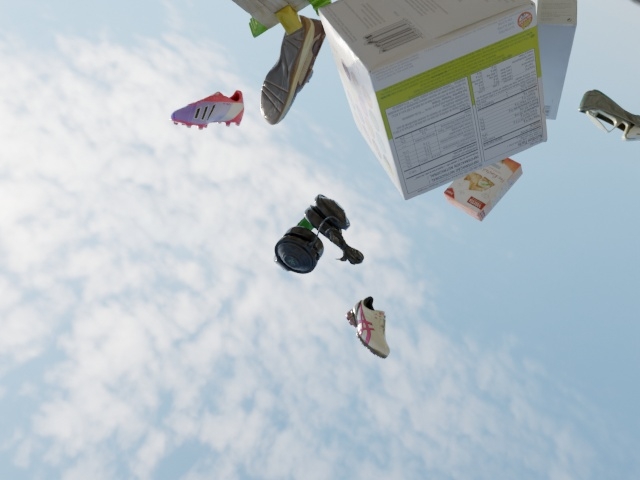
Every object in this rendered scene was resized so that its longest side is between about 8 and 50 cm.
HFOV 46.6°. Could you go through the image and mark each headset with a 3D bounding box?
[{"bbox_3d":[0.000,0.000,2.097,0.185,0.243,0.394,42,169,-10],"label":"headset"}]

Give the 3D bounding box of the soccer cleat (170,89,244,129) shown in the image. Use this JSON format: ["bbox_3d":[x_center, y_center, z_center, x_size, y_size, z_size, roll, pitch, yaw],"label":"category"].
[{"bbox_3d":[-0.287,-0.337,1.897,0.083,0.095,0.248,18,-161,33],"label":"soccer cleat"}]

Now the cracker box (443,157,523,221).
[{"bbox_3d":[0.556,-0.196,2.541,0.156,0.232,0.067,35,169,34],"label":"cracker box"}]

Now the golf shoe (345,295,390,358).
[{"bbox_3d":[0.127,0.209,1.811,0.068,0.086,0.186,31,-163,-39],"label":"golf shoe"}]

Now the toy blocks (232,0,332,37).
[{"bbox_3d":[-0.094,-0.689,1.853,0.261,0.382,0.190,20,-132,-60],"label":"toy blocks"}]

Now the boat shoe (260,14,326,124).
[{"bbox_3d":[-0.069,-0.488,2.163,0.123,0.341,0.123,-9,-138,-42],"label":"boat shoe"}]

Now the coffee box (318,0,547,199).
[{"bbox_3d":[0.239,-0.353,1.582,0.338,0.334,0.337,-23,-139,-1],"label":"coffee box"}]

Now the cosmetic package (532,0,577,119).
[{"bbox_3d":[0.565,-0.521,1.839,0.098,0.377,0.284,7,-114,13],"label":"cosmetic package"}]

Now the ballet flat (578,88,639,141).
[{"bbox_3d":[0.666,-0.255,1.637,0.213,0.068,0.072,30,172,3],"label":"ballet flat"}]
